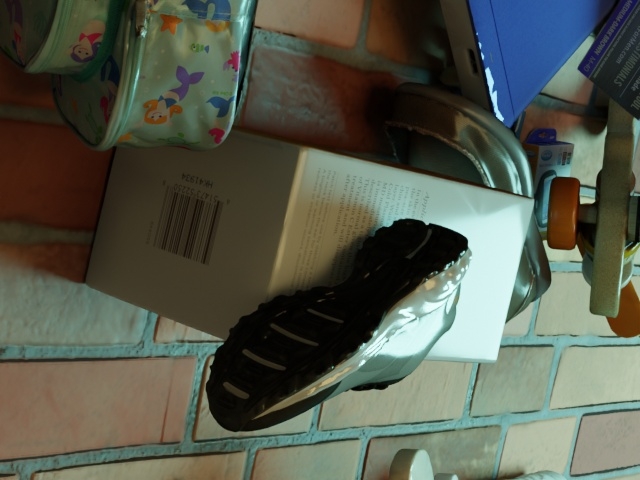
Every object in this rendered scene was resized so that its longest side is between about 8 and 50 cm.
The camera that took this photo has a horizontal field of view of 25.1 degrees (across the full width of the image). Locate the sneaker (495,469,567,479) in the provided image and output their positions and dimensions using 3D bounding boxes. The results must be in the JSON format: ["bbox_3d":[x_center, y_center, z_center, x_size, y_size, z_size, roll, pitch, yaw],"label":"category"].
[{"bbox_3d":[0.231,0.437,1.809,0.169,0.108,0.292,9,86,-53],"label":"sneaker"}]

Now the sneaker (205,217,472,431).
[{"bbox_3d":[0.025,0.083,1.112,0.271,0.100,0.108,-30,130,-39],"label":"sneaker"}]

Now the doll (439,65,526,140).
[{"bbox_3d":[0.193,-0.128,1.616,0.129,0.046,0.189,-49,134,-28],"label":"doll"}]

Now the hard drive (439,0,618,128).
[{"bbox_3d":[0.243,-0.284,1.510,0.318,0.040,0.210,-48,140,-27],"label":"hard drive"}]

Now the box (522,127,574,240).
[{"bbox_3d":[0.270,-0.067,1.743,0.081,0.028,0.136,-7,110,-49],"label":"box"}]

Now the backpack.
[{"bbox_3d":[-0.142,-0.191,1.065,0.191,0.225,0.253,-7,114,-25],"label":"backpack"}]

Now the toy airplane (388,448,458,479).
[{"bbox_3d":[0.130,0.437,1.553,0.386,0.272,0.384,27,81,-50],"label":"toy airplane"}]

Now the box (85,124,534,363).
[{"bbox_3d":[0.000,0.000,1.296,0.345,0.215,0.168,9,96,-51],"label":"box"}]

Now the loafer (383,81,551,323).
[{"bbox_3d":[0.154,-0.017,1.538,0.130,0.134,0.366,-53,137,-22],"label":"loafer"}]

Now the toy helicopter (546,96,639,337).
[{"bbox_3d":[0.356,-0.047,1.726,0.355,0.140,0.235,-72,161,-46],"label":"toy helicopter"}]

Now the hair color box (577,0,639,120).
[{"bbox_3d":[0.464,-0.263,1.702,0.339,0.110,0.185,-19,146,-51],"label":"hair color box"}]
